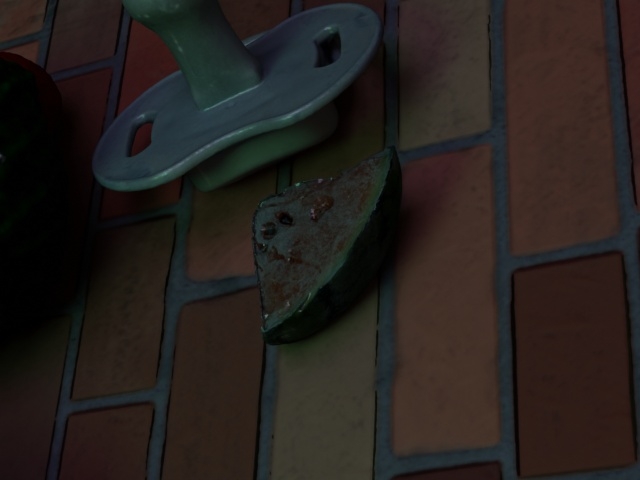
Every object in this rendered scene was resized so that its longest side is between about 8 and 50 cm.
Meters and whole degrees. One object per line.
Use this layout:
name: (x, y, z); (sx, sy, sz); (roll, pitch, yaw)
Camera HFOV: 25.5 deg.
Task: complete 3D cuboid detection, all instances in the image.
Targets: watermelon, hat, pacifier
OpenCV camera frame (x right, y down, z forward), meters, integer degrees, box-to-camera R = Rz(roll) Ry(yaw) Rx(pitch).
watermelon: (0.000, 0.000, 1.163); (0.187, 0.071, 0.139); (-54, 44, -2)
hat: (-0.318, -0.064, 1.297); (0.274, 0.242, 0.332); (-60, 3, 28)
pacifier: (-0.093, -0.168, 1.225); (0.287, 0.226, 0.238); (-20, 33, 15)
